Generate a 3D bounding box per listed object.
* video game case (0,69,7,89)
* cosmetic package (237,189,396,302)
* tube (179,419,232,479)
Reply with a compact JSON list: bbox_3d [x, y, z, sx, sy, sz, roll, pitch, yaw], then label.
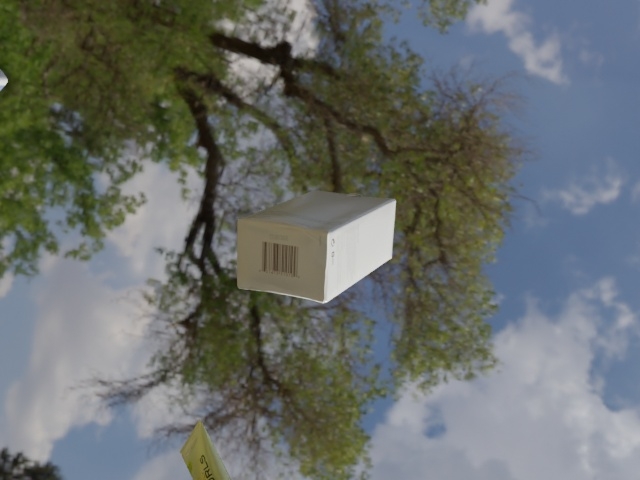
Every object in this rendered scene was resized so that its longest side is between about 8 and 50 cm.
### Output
[{"bbox_3d":[-0.583,-0.109,1.113,0.300,0.036,0.329,-41,179,18],"label":"video game case"},{"bbox_3d":[0.000,0.000,1.938,0.217,0.385,0.156,9,-75,25],"label":"cosmetic package"},{"bbox_3d":[-0.180,0.434,1.542,0.070,0.062,0.240,-31,-124,-4],"label":"tube"}]
